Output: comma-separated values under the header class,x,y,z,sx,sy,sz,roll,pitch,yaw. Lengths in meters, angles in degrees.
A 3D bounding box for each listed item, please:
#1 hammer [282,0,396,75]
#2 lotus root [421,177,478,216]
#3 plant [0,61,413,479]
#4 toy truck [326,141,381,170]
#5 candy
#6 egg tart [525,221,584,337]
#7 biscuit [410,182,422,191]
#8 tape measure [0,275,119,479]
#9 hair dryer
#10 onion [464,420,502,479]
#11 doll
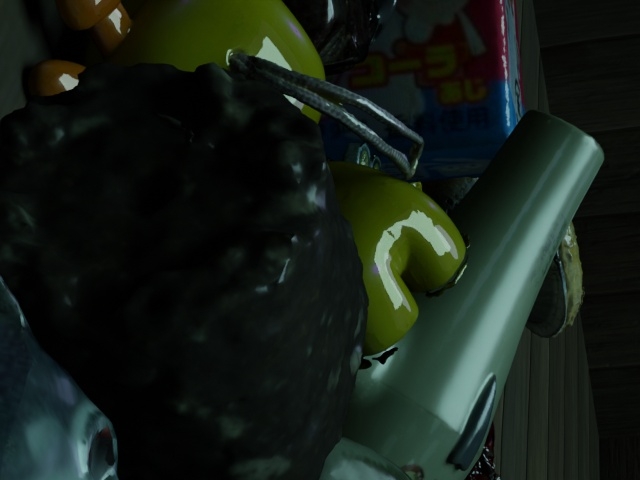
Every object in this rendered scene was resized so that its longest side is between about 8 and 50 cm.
class,x,y,z,sx,sy,sz,roll,pitch,yaw
hammer,-0.053,-0.286,0.976,0.242,0.095,0.408,-39,118,-75
lotus root,0.134,-0.013,1.681,0.088,0.088,0.165,-55,148,-71
plant,-0.046,0.059,0.689,0.274,0.146,0.149,73,36,-48
toy truck,0.000,0.000,1.065,0.169,0.077,0.100,42,54,-73
candy,0.047,-0.193,1.175,0.100,0.157,0.305,37,49,-73
egg tart,0.187,-0.004,1.791,0.234,0.094,0.234,161,-90,-78
biscuit,0.080,-0.016,1.557,0.084,0.023,0.084,-4,90,-78
tape measure,-0.087,0.178,0.421,0.256,0.147,0.275,-81,160,-48
hair dryer,0.052,0.010,0.982,0.296,0.119,0.298,-44,136,-25
onion,0.102,0.174,1.392,0.115,0.104,0.115,-39,145,-35
doll,-0.038,-0.050,0.778,0.143,0.135,0.221,-46,120,-24
